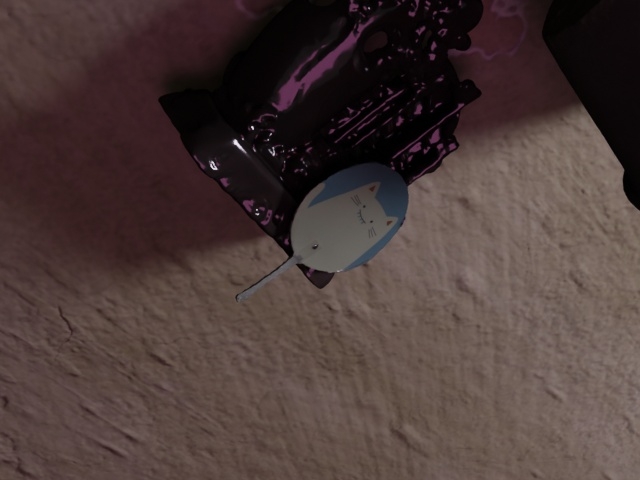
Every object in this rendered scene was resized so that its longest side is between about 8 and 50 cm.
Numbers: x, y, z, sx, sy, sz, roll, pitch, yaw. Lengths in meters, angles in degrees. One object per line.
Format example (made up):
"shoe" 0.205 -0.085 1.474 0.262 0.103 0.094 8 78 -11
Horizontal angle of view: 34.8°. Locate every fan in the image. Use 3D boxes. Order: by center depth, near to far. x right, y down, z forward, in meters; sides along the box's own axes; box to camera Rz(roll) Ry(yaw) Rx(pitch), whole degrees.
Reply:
"fan" 0.000 0.000 0.865 0.175 0.005 0.113 -35 136 -1

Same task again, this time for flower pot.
"flower pot" 0.280 -0.168 0.773 0.166 0.269 0.269 39 117 -9

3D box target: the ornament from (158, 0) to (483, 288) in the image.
"ornament" 0.031 -0.107 0.859 0.260 0.106 0.251 -34 136 7
